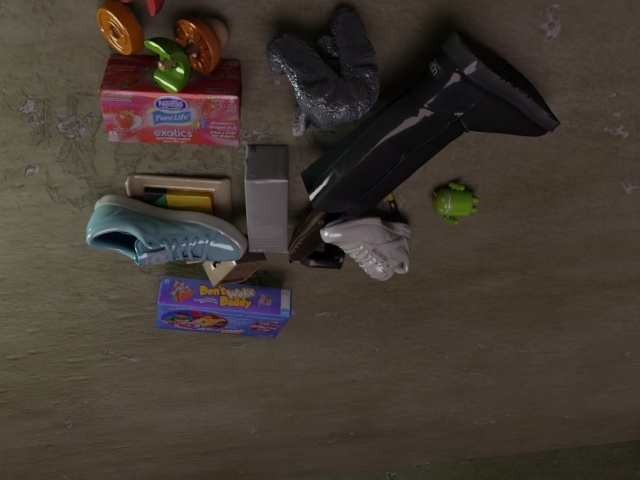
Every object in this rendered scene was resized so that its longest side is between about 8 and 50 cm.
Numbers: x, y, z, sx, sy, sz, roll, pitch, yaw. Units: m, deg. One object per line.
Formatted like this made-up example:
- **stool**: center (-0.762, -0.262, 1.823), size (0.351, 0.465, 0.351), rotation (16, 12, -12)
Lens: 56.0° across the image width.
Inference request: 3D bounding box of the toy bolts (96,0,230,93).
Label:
- **toy bolts**: center (-0.271, -0.415, 1.052), size (0.218, 0.158, 0.228), rotation (34, 150, 19)

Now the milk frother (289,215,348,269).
- **milk frother**: center (0.000, 0.000, 1.543), size (0.135, 0.129, 0.143), rotation (7, 93, -14)

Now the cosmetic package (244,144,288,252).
- **cosmetic package**: center (-0.122, -0.093, 1.392), size (0.107, 0.127, 0.238), rotation (2, 139, -6)

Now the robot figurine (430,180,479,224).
- **robot figurine**: center (0.328, -0.093, 1.479), size (0.115, 0.067, 0.101), rotation (3, 110, -9)

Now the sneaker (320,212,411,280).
- **sneaker**: center (0.126, 0.018, 1.457), size (0.305, 0.152, 0.114), rotation (7, 167, -44)

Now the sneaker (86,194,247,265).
- **sneaker**: center (-0.359, 0.013, 1.396), size (0.366, 0.150, 0.135), rotation (12, 139, -2)

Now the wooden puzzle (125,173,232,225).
- **wooden puzzle**: center (-0.335, -0.065, 1.459), size (0.239, 0.044, 0.221), rotation (0, 137, -6)

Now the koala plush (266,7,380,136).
- **koala plush**: center (0.014, -0.284, 1.167), size (0.196, 0.203, 0.221), rotation (-25, 168, -11)

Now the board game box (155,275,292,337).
- **board game box**: center (-0.273, 0.192, 1.673), size (0.347, 0.078, 0.233), rotation (7, 155, -14)

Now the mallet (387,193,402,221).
- **mallet**: center (0.179, -0.109, 1.475), size (0.062, 0.039, 0.189), rotation (-20, 140, 18)

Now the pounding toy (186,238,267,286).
- **pounding toy**: center (-0.243, 0.053, 1.555), size (0.141, 0.100, 0.130), rotation (-41, 159, 33)

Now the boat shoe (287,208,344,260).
- **boat shoe**: center (-0.020, -0.035, 1.472), size (0.190, 0.072, 0.068), rotation (-47, 140, 4)

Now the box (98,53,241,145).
- **box**: center (-0.283, -0.273, 1.174), size (0.257, 0.128, 0.122), rotation (1, 138, -7)

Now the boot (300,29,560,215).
- **boot**: center (0.228, -0.192, 1.273), size (0.367, 0.146, 0.445), rotation (18, 131, -38)
